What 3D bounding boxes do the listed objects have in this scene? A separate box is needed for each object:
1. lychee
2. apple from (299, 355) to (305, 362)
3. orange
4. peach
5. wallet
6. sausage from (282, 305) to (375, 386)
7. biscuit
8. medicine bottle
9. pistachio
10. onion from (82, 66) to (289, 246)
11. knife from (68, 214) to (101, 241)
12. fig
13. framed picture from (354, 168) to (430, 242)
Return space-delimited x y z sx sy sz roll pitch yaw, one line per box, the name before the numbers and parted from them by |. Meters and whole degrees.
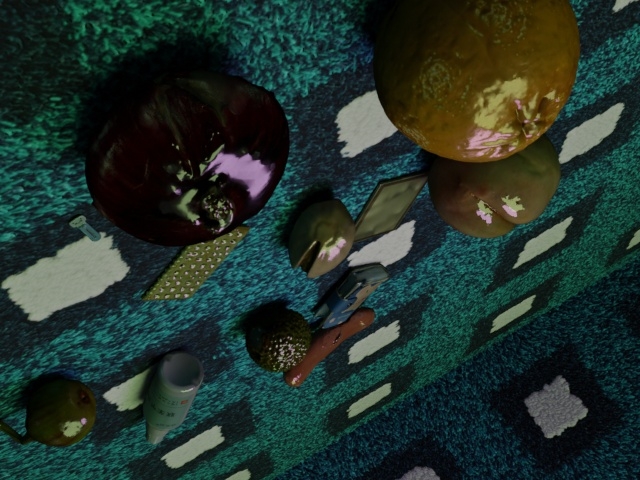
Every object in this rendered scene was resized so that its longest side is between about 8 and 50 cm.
lychee | -0.097 0.239 2.219 0.171 0.171 0.171 -28 157 -13
apple | -0.087 0.277 2.379 0.102 0.099 0.114 -20 157 -24
orange | 0.254 -0.284 1.467 0.340 0.293 0.340 -29 155 -15
peach | 0.370 -0.136 1.990 0.292 0.247 0.292 -11 164 -3
wallet | 0.077 0.143 2.382 0.141 0.059 0.202 -15 153 -51
sausage | 0.019 0.273 2.487 0.326 0.087 0.079 -39 -166 -23
biscuit | -0.244 0.046 1.818 0.231 0.016 0.139 -47 153 27
medicine bottle | -0.372 0.398 2.222 0.110 0.110 0.352 -18 153 -33
pistachio | 0.000 0.000 1.916 0.152 0.126 0.223 -62 180 -41
onion | -0.176 -0.106 1.325 0.314 0.232 0.314 -27 155 -14
knife | -0.384 -0.017 1.512 0.027 0.010 0.096 -32 157 -2
fig | -0.553 0.372 1.888 0.148 0.142 0.186 34 99 -37
framed picture | 0.154 -0.074 2.113 0.173 0.010 0.231 -16 151 -36
